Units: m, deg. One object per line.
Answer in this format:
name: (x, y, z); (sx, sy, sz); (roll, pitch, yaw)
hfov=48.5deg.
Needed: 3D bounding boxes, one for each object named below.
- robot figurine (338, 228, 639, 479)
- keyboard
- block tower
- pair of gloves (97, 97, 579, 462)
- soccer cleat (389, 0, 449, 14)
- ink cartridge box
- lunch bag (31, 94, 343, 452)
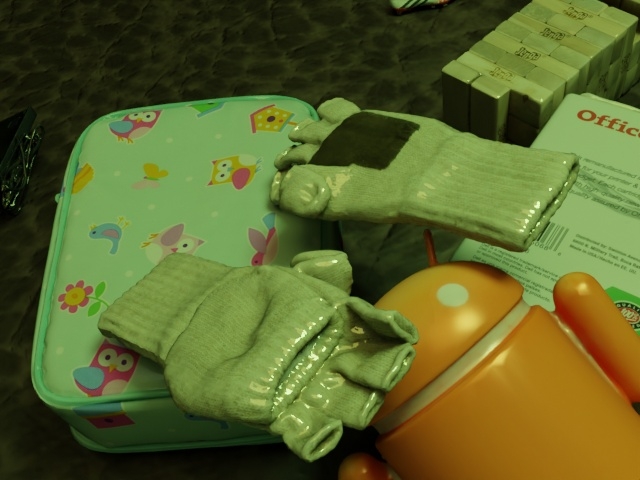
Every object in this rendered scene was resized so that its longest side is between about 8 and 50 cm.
robot figurine: (0.099, 0.104, 0.404); (0.219, 0.158, 0.128); (50, 45, 9)
keyboard: (-0.312, -0.045, 0.679); (0.100, 0.038, 0.192); (-15, 49, 28)
block tower: (0.256, -0.193, 0.655); (0.335, 0.097, 0.091); (-40, 57, -18)
pair of gloves: (0.000, 0.000, 0.404); (0.240, 0.042, 0.204); (-43, 39, -22)
soccer cleat: (0.115, -0.272, 0.774); (0.083, 0.036, 0.029); (-14, 51, -1)
ink cartridge box: (0.202, 0.005, 0.512); (0.153, 0.087, 0.208); (27, 61, 27)
lunch bag: (-0.095, 0.014, 0.542); (0.223, 0.108, 0.279); (-8, 52, 5)
